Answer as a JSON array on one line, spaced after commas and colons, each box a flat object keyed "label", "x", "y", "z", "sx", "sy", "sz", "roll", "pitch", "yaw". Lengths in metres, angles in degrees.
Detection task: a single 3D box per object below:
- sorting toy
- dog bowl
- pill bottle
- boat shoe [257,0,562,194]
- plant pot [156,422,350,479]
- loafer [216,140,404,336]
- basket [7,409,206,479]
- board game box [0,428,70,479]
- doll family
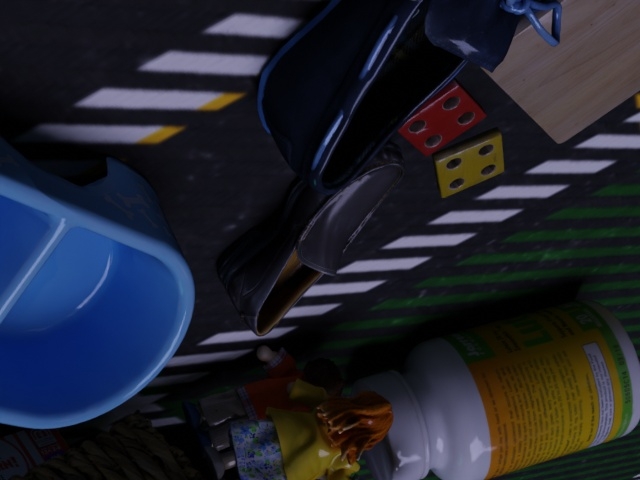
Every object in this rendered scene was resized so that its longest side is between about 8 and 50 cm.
[{"label": "sorting toy", "x": 0.161, "y": -0.130, "z": 0.654, "sx": 0.274, "sy": 0.046, "sz": 0.132, "roll": -36, "pitch": 147, "yaw": 19}, {"label": "dog bowl", "x": -0.185, "y": 0.018, "z": 0.576, "sx": 0.166, "sy": 0.074, "sz": 0.297, "roll": -52, "pitch": 143, "yaw": 8}, {"label": "pill bottle", "x": 0.159, "y": 0.146, "z": 0.985, "sx": 0.245, "sy": 0.136, "sz": 0.136, "roll": -13, "pitch": 147, "yaw": -17}, {"label": "boat shoe", "x": 0.077, "y": -0.120, "z": 0.572, "sx": 0.109, "sy": 0.089, "sz": 0.258, "roll": 9, "pitch": 136, "yaw": -42}, {"label": "plant pot", "x": -0.067, "y": 0.278, "z": 1.010, "sx": 0.188, "sy": 0.167, "sz": 0.187, "roll": -6, "pitch": 144, "yaw": -24}, {"label": "loafer", "x": 0.000, "y": 0.000, "z": 0.730, "sx": 0.062, "sy": 0.061, "sz": 0.170, "roll": 13, "pitch": 133, "yaw": -43}, {"label": "basket", "x": -0.183, "y": 0.328, "z": 0.822, "sx": 0.223, "sy": 0.213, "sz": 0.299, "roll": -22, "pitch": 140, "yaw": -40}, {"label": "board game box", "x": -0.294, "y": 0.242, "z": 0.858, "sx": 0.146, "sy": 0.045, "sz": 0.193, "roll": -12, "pitch": 141, "yaw": -47}, {"label": "doll family", "x": 0.003, "y": 0.213, "z": 0.865, "sx": 0.163, "sy": 0.263, "sz": 0.118, "roll": -17, "pitch": -174, "yaw": -17}]
